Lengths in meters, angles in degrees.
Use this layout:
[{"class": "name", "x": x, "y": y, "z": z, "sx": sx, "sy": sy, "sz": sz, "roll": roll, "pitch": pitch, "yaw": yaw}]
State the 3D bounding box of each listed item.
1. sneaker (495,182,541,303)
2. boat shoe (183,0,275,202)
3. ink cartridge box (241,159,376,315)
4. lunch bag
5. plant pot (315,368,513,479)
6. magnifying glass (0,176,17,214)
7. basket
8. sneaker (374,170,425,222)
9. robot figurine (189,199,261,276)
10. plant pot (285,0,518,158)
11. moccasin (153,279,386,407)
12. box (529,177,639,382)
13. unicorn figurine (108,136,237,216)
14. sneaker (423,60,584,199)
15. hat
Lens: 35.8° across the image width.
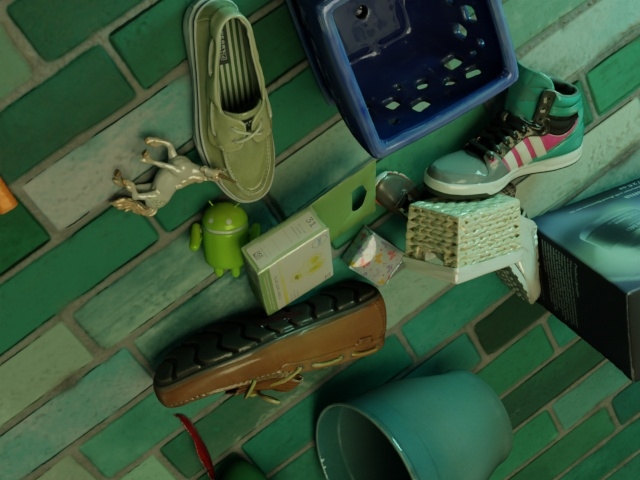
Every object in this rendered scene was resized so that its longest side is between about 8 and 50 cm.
[{"class": "sneaker", "x": 0.330, "y": 0.011, "z": 1.661, "sx": 0.095, "sy": 0.090, "sz": 0.235, "roll": -42, "pitch": 128, "yaw": -12}, {"class": "boat shoe", "x": -0.119, "y": -0.175, "z": 1.329, "sx": 0.109, "sy": 0.094, "sz": 0.302, "roll": -22, "pitch": 123, "yaw": -15}, {"class": "ink cartridge box", "x": 0.000, "y": 0.000, "z": 1.449, "sx": 0.235, "sy": 0.056, "sz": 0.171, "roll": -32, "pitch": 158, "yaw": -12}, {"class": "lunch bag", "x": 0.085, "y": 0.027, "z": 1.564, "sx": 0.083, "sy": 0.053, "sz": 0.071, "roll": 31, "pitch": 97, "yaw": -25}, {"class": "plant pot", "x": 0.173, "y": 0.348, "z": 1.661, "sx": 0.255, "sy": 0.271, "sz": 0.272, "roll": -22, "pitch": 124, "yaw": -32}, {"class": "magnifying glass", "x": -0.449, "y": -0.129, "z": 1.232, "sx": 0.092, "sy": 0.026, "sz": 0.231, "roll": -32, "pitch": 126, "yaw": -9}, {"class": "basket", "x": 0.218, "y": -0.011, "z": 1.502, "sx": 0.167, "sy": 0.113, "sz": 0.103, "roll": -16, "pitch": 113, "yaw": -41}, {"class": "sneaker", "x": 0.144, "y": -0.053, "z": 1.541, "sx": 0.158, "sy": 0.065, "sz": 0.061, "roll": 32, "pitch": 99, "yaw": -36}, {"class": "robot figurine", "x": -0.136, "y": -0.005, "z": 1.426, "sx": 0.101, "sy": 0.067, "sz": 0.115, "roll": 2, "pitch": 119, "yaw": 5}, {"class": "plant pot", "x": 0.090, "y": -0.283, "z": 1.304, "sx": 0.236, "sy": 0.212, "sz": 0.236, "roll": -30, "pitch": 125, "yaw": -9}, {"class": "moccasin", "x": -0.071, "y": 0.180, "z": 1.525, "sx": 0.380, "sy": 0.139, "sz": 0.147, "roll": -20, "pitch": 114, "yaw": -27}, {"class": "box", "x": 0.548, "y": 0.044, "z": 1.642, "sx": 0.296, "sy": 0.294, "sz": 0.183, "roll": -21, "pitch": 120, "yaw": -13}, {"class": "unicorn figurine", "x": -0.206, "y": -0.087, "z": 1.347, "sx": 0.111, "sy": 0.060, "sz": 0.162, "roll": 31, "pitch": 132, "yaw": -33}, {"class": "sneaker", "x": 0.289, "y": -0.178, "z": 1.510, "sx": 0.295, "sy": 0.124, "sz": 0.178, "roll": -20, "pitch": 128, "yaw": -25}, {"class": "hat", "x": -0.142, "y": 0.378, "z": 1.652, "sx": 0.173, "sy": 0.184, "sz": 0.208, "roll": -12, "pitch": 162, "yaw": -14}]
